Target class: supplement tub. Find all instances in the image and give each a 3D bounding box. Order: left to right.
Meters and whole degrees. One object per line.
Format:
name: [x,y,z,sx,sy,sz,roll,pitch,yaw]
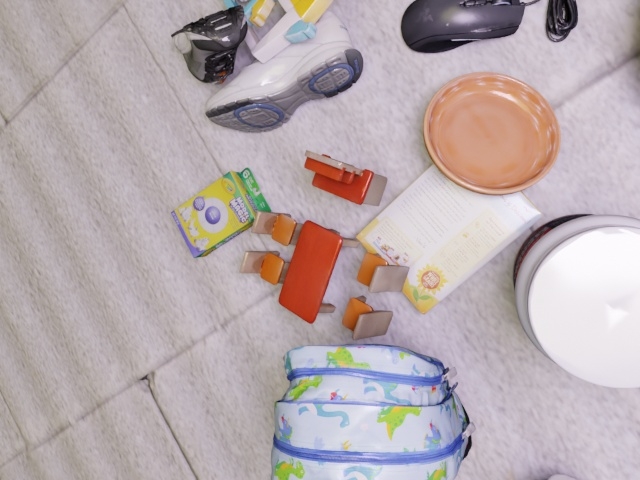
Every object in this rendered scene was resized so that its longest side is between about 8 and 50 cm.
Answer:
supplement tub: [0.347,0.061,0.636,0.191,0.272,0.191,1,93,20]

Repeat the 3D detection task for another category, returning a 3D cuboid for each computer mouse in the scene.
computer mouse: [0.249,-0.390,0.757,0.262,0.060,0.184,2,95,20]

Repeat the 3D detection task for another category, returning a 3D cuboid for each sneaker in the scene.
sneaker: [-0.173,-0.318,0.839,0.100,0.271,0.108,-27,113,-14]
sneaker: [-0.072,-0.285,0.873,0.297,0.111,0.129,-20,69,17]

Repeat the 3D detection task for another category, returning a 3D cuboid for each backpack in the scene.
backpack: [0.064,0.255,0.709,0.290,0.355,0.273,3,93,21]

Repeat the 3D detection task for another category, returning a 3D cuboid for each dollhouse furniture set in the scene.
dollhouse furniture set: [0.000,0.000,0.795,0.262,0.135,0.259,26,103,34]

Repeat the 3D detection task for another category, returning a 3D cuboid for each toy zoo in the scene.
toy zoo: [-0.070,-0.426,0.833,0.192,0.030,0.293,-38,59,18]

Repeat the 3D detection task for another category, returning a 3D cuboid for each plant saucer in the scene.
plant saucer: [0.250,-0.156,0.747,0.200,0.037,0.200,0,72,1]

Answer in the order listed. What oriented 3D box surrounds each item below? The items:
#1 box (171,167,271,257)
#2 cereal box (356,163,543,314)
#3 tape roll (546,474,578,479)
box: [-0.186,-0.053,0.947,0.179,0.043,0.105,-31,83,17]
cereal box: [0.200,-0.022,0.803,0.240,0.047,0.173,-43,76,17]
tape roll: [0.381,0.451,0.643,0.286,0.286,0.100,38,105,14]
